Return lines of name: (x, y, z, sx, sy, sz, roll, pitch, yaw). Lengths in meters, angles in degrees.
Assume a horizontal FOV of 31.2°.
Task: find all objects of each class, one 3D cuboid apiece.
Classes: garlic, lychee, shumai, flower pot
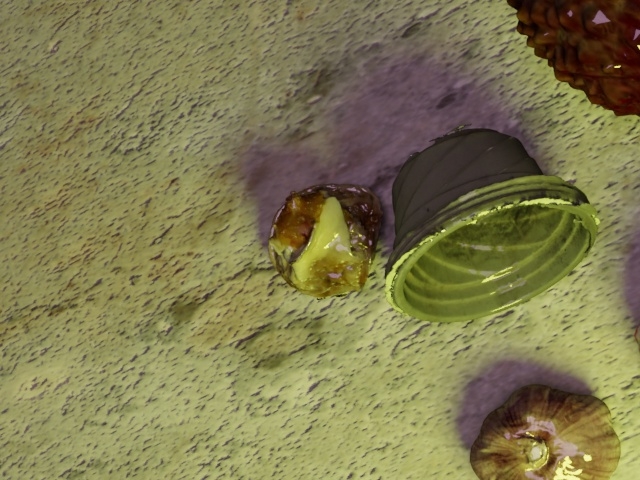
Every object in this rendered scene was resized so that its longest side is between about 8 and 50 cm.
garlic: (0.236, 0.227, 1.213, 0.159, 0.102, 0.147, -19, 85, 16)
lychee: (0.343, -0.264, 1.097, 0.330, 0.306, 0.306, 42, 100, 14)
shumai: (-0.004, 0.000, 1.283, 0.146, 0.116, 0.145, 0, 89, 15)
flower pot: (0.161, -0.026, 1.201, 0.236, 0.235, 0.140, -27, 61, 14)

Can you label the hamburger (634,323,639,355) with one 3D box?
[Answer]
hamburger: (0.462, 0.081, 1.130, 0.295, 0.151, 0.227, -40, 84, 7)
